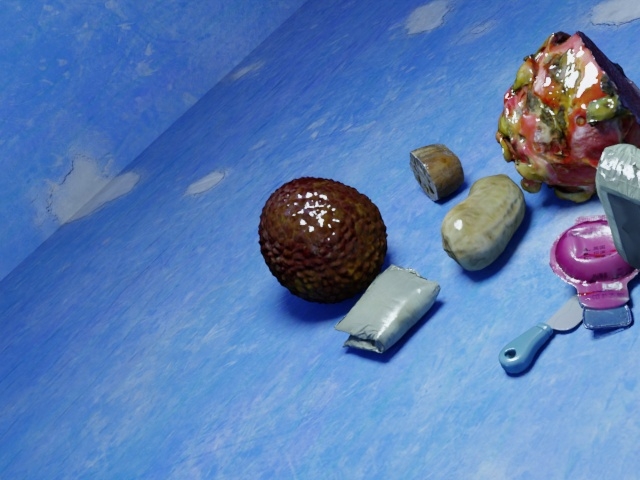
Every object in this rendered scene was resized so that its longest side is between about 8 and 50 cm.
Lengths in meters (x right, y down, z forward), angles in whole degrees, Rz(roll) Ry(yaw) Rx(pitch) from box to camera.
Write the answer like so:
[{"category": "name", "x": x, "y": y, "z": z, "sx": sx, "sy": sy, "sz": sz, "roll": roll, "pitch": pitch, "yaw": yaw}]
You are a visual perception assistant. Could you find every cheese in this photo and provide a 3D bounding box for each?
[{"category": "cheese", "x": 0.449, "y": 0.048, "z": 1.647, "sx": 0.155, "sy": 0.062, "sz": 0.244, "roll": -7, "pitch": 45, "yaw": 12}]

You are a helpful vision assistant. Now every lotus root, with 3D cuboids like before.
[{"category": "lotus root", "x": 0.244, "y": -0.143, "z": 2.156, "sx": 0.081, "sy": 0.112, "sz": 0.122, "roll": -23, "pitch": 36, "yaw": -12}]

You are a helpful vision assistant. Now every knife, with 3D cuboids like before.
[{"category": "knife", "x": 0.382, "y": 0.131, "z": 1.635, "sx": 0.244, "sy": 0.032, "sz": 0.058, "roll": -36, "pitch": 28, "yaw": -17}]

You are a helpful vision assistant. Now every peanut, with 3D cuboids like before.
[{"category": "peanut", "x": 0.304, "y": -0.043, "z": 1.906, "sx": 0.137, "sy": 0.122, "sz": 0.253, "roll": -15, "pitch": 27, "yaw": 51}]

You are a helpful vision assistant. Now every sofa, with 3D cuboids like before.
[{"category": "sofa", "x": 0.548, "y": -0.052, "z": 1.513, "sx": 0.176, "sy": 0.225, "sz": 0.210, "roll": -39, "pitch": 34, "yaw": -15}]

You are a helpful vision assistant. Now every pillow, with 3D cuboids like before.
[{"category": "pillow", "x": 0.121, "y": 0.128, "z": 1.858, "sx": 0.181, "sy": 0.078, "sz": 0.134, "roll": -44, "pitch": 29, "yaw": -20}]

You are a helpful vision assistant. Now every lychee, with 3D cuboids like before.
[{"category": "lychee", "x": 0.000, "y": 0.000, "z": 2.023, "sx": 0.261, "sy": 0.260, "sz": 0.260, "roll": -25, "pitch": 27, "yaw": 14}]

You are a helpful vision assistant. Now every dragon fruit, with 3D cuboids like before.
[{"category": "dragon fruit", "x": 0.459, "y": -0.194, "z": 1.873, "sx": 0.263, "sy": 0.314, "sz": 0.296, "roll": -39, "pitch": 46, "yaw": 23}]
